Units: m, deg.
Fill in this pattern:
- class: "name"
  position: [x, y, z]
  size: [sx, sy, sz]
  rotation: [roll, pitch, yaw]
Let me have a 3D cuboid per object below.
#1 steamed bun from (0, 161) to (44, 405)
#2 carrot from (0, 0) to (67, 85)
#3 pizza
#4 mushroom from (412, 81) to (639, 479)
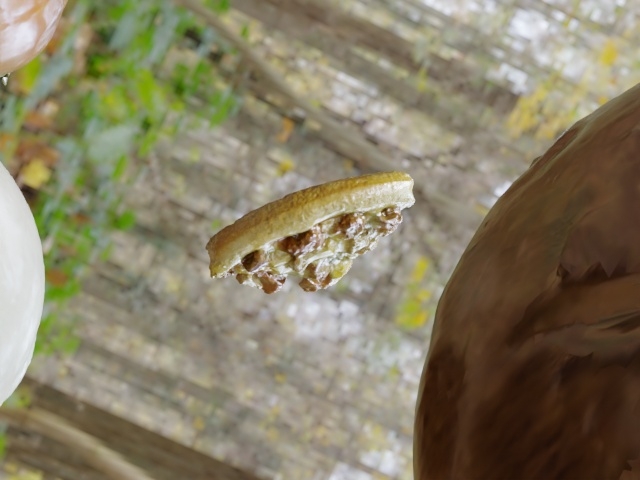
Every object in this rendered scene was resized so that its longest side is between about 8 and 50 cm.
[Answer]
- class: "steamed bun"
  position: [-0.284, 0.011, 0.813]
  size: [0.283, 0.283, 0.177]
  rotation: [-81, 162, -57]
- class: "carrot"
  position: [-0.105, -0.142, 0.411]
  size: [0.271, 0.062, 0.066]
  rotation: [84, 28, -47]
- class: "pizza"
  position: [0.000, 0.000, 1.310]
  size: [0.134, 0.175, 0.046]
  rotation: [55, 12, -65]
- class: "mushroom"
  position: [0.142, 0.039, 0.406]
  size: [0.278, 0.146, 0.278]
  rotation: [-27, -136, 29]
